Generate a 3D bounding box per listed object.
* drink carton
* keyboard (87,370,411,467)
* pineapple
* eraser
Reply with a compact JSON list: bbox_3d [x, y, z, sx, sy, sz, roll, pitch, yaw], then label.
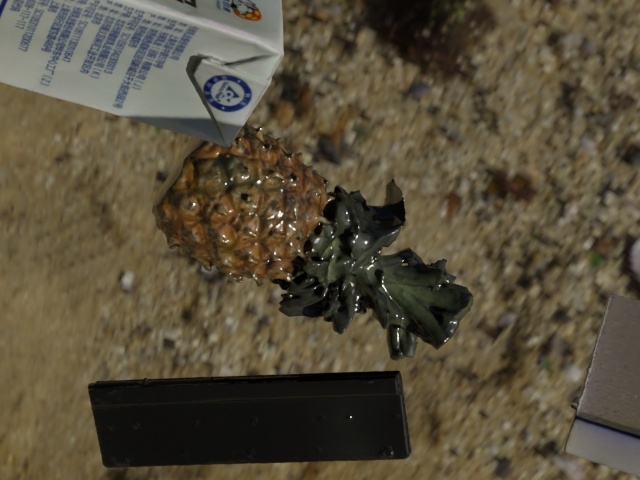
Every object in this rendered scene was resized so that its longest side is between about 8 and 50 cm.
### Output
[{"bbox_3d":[-0.183,-0.174,1.130,0.315,0.106,0.130,15,46,-21],"label":"drink carton"},{"bbox_3d":[-0.070,0.170,1.657,0.310,0.101,0.018,-4,24,12],"label":"keyboard"},{"bbox_3d":[0.000,0.000,1.639,0.310,0.170,0.141,31,15,-11],"label":"pineapple"},{"bbox_3d":[0.183,0.077,0.872,0.104,0.023,0.150,15,26,10],"label":"eraser"}]
